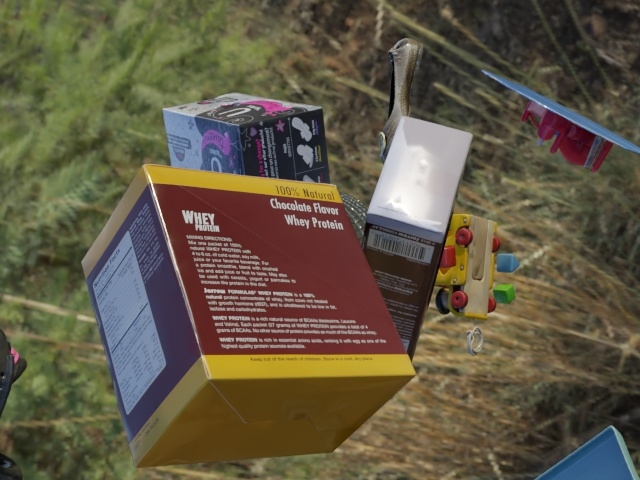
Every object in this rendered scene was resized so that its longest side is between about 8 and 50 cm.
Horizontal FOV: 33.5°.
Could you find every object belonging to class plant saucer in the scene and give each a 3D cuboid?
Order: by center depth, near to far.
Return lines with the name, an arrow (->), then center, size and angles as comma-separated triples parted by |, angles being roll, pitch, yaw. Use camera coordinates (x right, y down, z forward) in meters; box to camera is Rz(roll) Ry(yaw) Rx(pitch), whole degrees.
plant saucer -> 0.246, 0.257, 1.061 | 0.192, 0.018, 0.067 | -52, 43, 44

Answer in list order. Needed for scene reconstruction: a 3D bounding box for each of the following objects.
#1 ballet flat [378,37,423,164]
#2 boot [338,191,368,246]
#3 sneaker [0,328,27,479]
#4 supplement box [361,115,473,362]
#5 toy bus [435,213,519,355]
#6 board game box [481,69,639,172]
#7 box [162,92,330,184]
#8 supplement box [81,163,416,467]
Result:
ballet flat -> 0.132, -0.249, 1.894 | 0.084, 0.058, 0.250 | 133, 151, -72
boot -> 0.000, 0.000, 1.645 | 0.246, 0.083, 0.161 | 43, 135, 45
sneaker -> -0.515, 0.146, 1.463 | 0.185, 0.202, 0.483 | -153, 55, -63
supplement box -> 0.080, 0.013, 1.025 | 0.239, 0.073, 0.130 | 97, -169, -52
toy bus -> 0.219, 0.053, 1.717 | 0.104, 0.191, 0.202 | 1, 37, 41
board game box -> 0.194, -0.087, 0.857 | 0.133, 0.169, 0.033 | 34, 105, 25
box -> -0.111, -0.118, 1.540 | 0.247, 0.142, 0.163 | 19, 121, 55
supplement box -> -0.062, 0.060, 0.855 | 0.129, 0.191, 0.194 | -50, 50, 38
